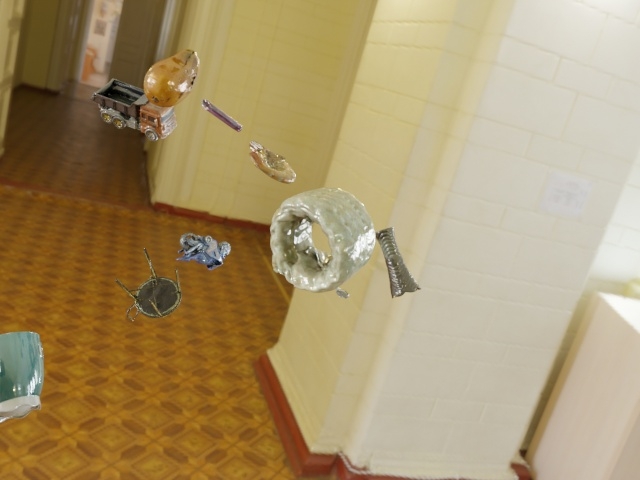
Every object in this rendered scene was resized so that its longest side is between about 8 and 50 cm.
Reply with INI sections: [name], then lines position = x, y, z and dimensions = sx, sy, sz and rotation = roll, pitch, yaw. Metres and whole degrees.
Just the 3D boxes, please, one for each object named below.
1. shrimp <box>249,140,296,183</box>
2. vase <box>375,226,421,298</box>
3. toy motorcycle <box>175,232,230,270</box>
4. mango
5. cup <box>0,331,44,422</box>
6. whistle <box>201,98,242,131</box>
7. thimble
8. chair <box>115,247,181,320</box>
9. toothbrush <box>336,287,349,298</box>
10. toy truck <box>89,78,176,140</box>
[shrimp]
position = -0.122, -0.170, 1.346
dimensions = 0.095, 0.045, 0.162
rotation = -19, 51, -43
[vase]
position = 0.260, 0.075, 2.136
dimensions = 0.115, 0.237, 0.115
rotation = -18, -9, -3
[toy motorcycle]
position = -0.402, 0.042, 2.122
dimensions = 0.205, 0.114, 0.076
rotation = 16, -9, -42
[mango]
position = -0.300, -0.329, 1.262
dimensions = 0.084, 0.105, 0.159
rotation = 45, 42, -5
[cup]
position = -0.723, 0.322, 1.419
dimensions = 0.167, 0.173, 0.299
rotation = -15, -19, -17
[whistle]
position = -0.355, -0.448, 2.201
dimensions = 0.176, 0.033, 0.033
rotation = 34, 4, -31
[thimble]
position = 0.000, 0.000, 1.788
dimensions = 0.291, 0.291, 0.195
rotation = 24, 30, 27
[chair]
position = -0.522, 0.172, 1.936
dimensions = 0.170, 0.325, 0.160
rotation = 29, 61, 13
[toothbrush]
position = 0.012, 0.126, 1.977
dimensions = 0.026, 0.024, 0.288
rotation = 3, 17, -29
[toy truck]
position = -0.436, -0.312, 1.440
dimensions = 0.192, 0.092, 0.083
rotation = 22, 47, 9
